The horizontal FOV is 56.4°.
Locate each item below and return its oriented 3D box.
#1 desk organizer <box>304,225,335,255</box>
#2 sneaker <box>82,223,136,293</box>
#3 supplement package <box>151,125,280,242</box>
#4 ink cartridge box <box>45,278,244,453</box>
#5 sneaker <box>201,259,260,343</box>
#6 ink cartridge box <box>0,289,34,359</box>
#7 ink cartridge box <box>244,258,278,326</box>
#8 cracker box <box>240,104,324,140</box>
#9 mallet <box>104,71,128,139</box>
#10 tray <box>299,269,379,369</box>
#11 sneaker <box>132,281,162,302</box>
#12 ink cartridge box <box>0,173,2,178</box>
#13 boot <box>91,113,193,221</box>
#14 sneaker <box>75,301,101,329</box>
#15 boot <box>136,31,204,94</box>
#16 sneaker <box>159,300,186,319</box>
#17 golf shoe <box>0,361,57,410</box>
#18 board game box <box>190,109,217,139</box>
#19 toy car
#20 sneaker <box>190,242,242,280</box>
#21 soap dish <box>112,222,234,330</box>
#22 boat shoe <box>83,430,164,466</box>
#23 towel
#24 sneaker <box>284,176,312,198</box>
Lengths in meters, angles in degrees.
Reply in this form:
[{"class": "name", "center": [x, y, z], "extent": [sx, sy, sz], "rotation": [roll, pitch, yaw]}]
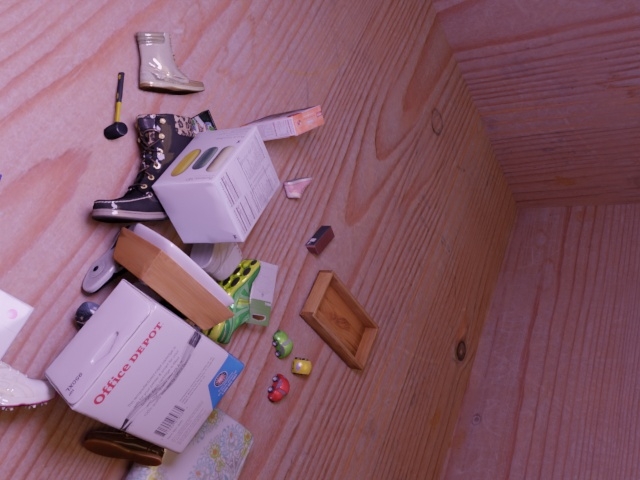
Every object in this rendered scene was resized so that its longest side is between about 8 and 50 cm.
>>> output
[{"class": "desk organizer", "center": [0.000, 0.000, 2.267], "extent": [0.130, 0.047, 0.050], "rotation": [-50, 129, -40]}, {"class": "sneaker", "center": [-0.518, 0.073, 1.576], "extent": [0.217, 0.079, 0.121], "rotation": [-59, 141, -26]}, {"class": "supplement package", "center": [-0.271, -0.150, 1.612], "extent": [0.263, 0.199, 0.198], "rotation": [-64, 143, -43]}, {"class": "ink cartridge box", "center": [-0.418, 0.321, 1.485], "extent": [0.285, 0.166, 0.395], "rotation": [-53, 140, -13]}, {"class": "sneaker", "center": [-0.273, 0.190, 1.879], "extent": [0.123, 0.109, 0.295], "rotation": [51, 59, -47]}, {"class": "ink cartridge box", "center": [-0.792, 0.188, 1.144], "extent": [0.330, 0.071, 0.324], "rotation": [37, 59, -24]}, {"class": "ink cartridge box", "center": [-0.212, 0.173, 1.977], "extent": [0.109, 0.062, 0.209], "rotation": [21, 73, -50]}, {"class": "cracker box", "center": [-0.125, -0.380, 1.961], "extent": [0.155, 0.232, 0.067], "rotation": [-35, 116, -47]}, {"class": "mallet", "center": [-0.544, -0.357, 1.592], "extent": [0.039, 0.062, 0.190], "rotation": [19, 60, -51]}, {"class": "tray", "center": [0.082, 0.318, 2.346], "extent": [0.411, 0.076, 0.203], "rotation": [52, 50, -39]}, {"class": "sneaker", "center": [-0.436, 0.107, 1.691], "extent": [0.212, 0.080, 0.094], "rotation": [-35, 95, -51]}, {"class": "ink cartridge box", "center": [-0.792, -0.131, 1.252], "extent": [0.207, 0.046, 0.097], "rotation": [26, 70, -49]}, {"class": "boot", "center": [-0.459, -0.194, 1.605], "extent": [0.377, 0.138, 0.284], "rotation": [-12, 100, -55]}, {"class": "sneaker", "center": [-0.520, 0.213, 1.565], "extent": [0.283, 0.110, 0.122], "rotation": [52, 44, -50]}, {"class": "boot", "center": [-0.426, -0.505, 1.707], "extent": [0.213, 0.077, 0.165], "rotation": [-8, 94, -49]}, {"class": "sneaker", "center": [-0.378, 0.185, 1.741], "extent": [0.232, 0.090, 0.081], "rotation": [-28, 111, -48]}, {"class": "golf shoe", "center": [-0.712, 0.298, 1.297], "extent": [0.306, 0.115, 0.140], "rotation": [18, 72, -52]}, {"class": "board game box", "center": [-0.344, -0.257, 1.845], "extent": [0.136, 0.030, 0.260], "rotation": [-45, 123, -45]}, {"class": "toy car", "center": [-0.113, 0.424, 2.106], "extent": [0.239, 0.053, 0.225], "rotation": [-32, 114, -48]}, {"class": "sneaker", "center": [-0.298, -0.024, 1.840], "extent": [0.169, 0.108, 0.292], "rotation": [51, 53, -60]}, {"class": "soap dish", "center": [-0.376, 0.097, 1.518], "extent": [0.118, 0.229, 0.291], "rotation": [-52, 132, -14]}, {"class": "boat shoe", "center": [-0.508, 0.529, 1.558], "extent": [0.207, 0.073, 0.073], "rotation": [25, 40, -23]}, {"class": "towel", "center": [-0.371, 0.645, 1.749], "extent": [0.374, 0.090, 0.320], "rotation": [51, 49, -38]}, {"class": "sneaker", "center": [-0.078, -0.189, 2.168], "extent": [0.134, 0.051, 0.070], "rotation": [-22, 108, -47]}]
